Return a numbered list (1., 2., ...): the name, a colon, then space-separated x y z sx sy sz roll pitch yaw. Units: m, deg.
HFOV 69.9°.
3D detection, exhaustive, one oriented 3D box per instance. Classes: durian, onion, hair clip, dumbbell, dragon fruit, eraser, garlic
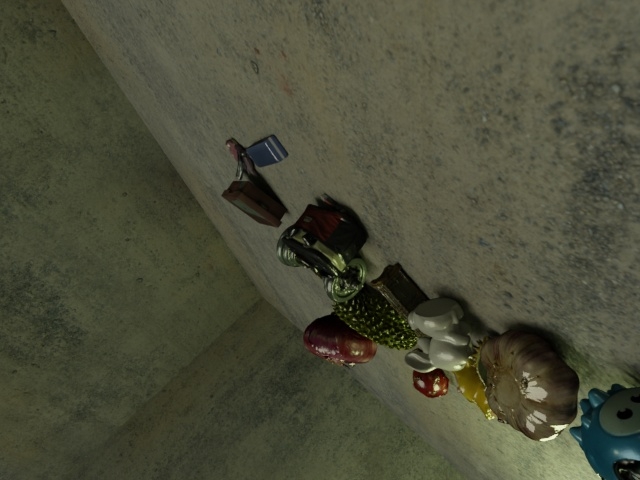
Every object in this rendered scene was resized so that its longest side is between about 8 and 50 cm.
1. durian: 0.189 0.291 1.674 0.356 0.157 0.169 32 163 20
2. onion: 0.096 0.427 2.110 0.348 0.285 0.347 8 178 0
3. hair clip: -0.307 -0.309 1.755 0.146 0.056 0.187 41 153 24
4. durian: 0.507 0.345 1.187 0.252 0.144 0.139 49 127 19
5. dumbbell: -0.001 0.073 1.629 0.406 0.179 0.179 31 157 41
6. dragon fruit: 0.400 0.495 1.722 0.125 0.125 0.246 31 149 59
7. eraser: -0.179 -0.287 1.496 0.082 0.036 0.225 53 162 -18
8. garlic: 0.480 0.319 1.045 0.245 0.161 0.244 169 90 -67
9. eraser: 0.039 -0.108 1.398 0.099 0.019 0.027 42 163 21

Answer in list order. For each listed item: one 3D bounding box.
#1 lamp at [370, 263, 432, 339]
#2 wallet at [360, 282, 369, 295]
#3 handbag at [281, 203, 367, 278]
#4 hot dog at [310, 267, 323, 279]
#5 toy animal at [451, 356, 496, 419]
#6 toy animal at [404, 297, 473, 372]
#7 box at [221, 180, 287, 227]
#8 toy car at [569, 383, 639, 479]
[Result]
1. lamp: 0.296 0.219 1.387 0.325 0.089 0.090 48 163 -3
2. wallet: 0.145 0.175 1.762 0.095 0.026 0.176 29 156 41
3. handbag: 0.000 0.000 1.422 0.181 0.181 0.254 44 167 -35
4. hot dog: -0.003 0.126 1.955 0.140 0.060 0.090 37 165 19
5. toy animal: 0.488 0.432 1.332 0.230 0.156 0.156 46 166 40
6. toy animal: 0.321 0.260 1.251 0.179 0.127 0.193 -1 110 29
7. box: -0.266 -0.149 1.847 0.215 0.086 0.215 37 170 -27
8. toy car: 0.580 0.362 0.853 0.190 0.188 0.255 44 166 34
